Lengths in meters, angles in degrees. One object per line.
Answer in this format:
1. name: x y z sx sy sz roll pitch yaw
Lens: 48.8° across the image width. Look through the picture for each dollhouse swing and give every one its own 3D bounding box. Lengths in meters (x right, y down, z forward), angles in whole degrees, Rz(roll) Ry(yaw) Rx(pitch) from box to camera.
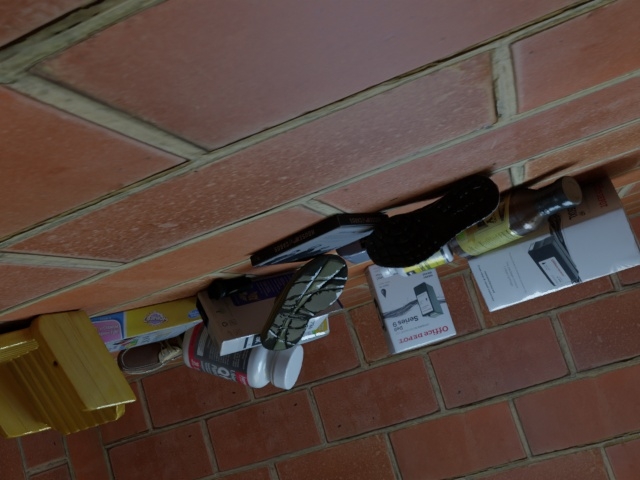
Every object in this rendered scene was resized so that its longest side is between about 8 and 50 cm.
1. dollhouse swing: -0.644 0.325 1.444 0.347 0.315 0.305 -23 -171 34

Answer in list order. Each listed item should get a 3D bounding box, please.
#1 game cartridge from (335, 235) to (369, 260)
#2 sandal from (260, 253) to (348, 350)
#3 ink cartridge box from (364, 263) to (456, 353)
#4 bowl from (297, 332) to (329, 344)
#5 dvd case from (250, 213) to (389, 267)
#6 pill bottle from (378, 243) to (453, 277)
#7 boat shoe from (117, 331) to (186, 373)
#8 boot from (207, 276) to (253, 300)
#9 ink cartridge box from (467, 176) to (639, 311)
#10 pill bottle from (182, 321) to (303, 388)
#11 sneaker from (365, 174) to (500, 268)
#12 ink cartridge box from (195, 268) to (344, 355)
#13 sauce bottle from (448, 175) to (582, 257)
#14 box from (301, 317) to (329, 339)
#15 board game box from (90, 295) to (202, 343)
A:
1. game cartridge: 0.187 -0.015 1.613 0.295 0.060 0.196 -19 174 9
2. sandal: -0.053 0.132 1.596 0.120 0.086 0.302 20 125 -28
3. ink cartridge box: 0.286 0.197 2.257 0.211 0.289 0.121 -16 171 -6
4. bowl: -0.128 0.305 2.539 0.290 0.155 0.289 -17 171 -3
5. dvd case: 0.000 0.000 1.432 0.239 0.029 0.179 -25 167 35
6. pill bottle: 0.239 0.033 1.806 0.184 0.103 0.103 -21 170 17
7. boat shoe: -0.458 0.307 2.141 0.325 0.123 0.116 -22 170 -29
8. boot: -0.205 0.110 1.649 0.099 0.045 0.121 -11 176 -22
9. ink cartridge box: 0.606 0.005 1.849 0.395 0.166 0.285 -21 -167 21
10. pill bottle: -0.219 0.319 2.022 0.319 0.176 0.176 13 179 18
11. sneaker: 0.228 -0.028 1.401 0.283 0.107 0.124 -27 174 15
12. ink cartridge box: -0.123 0.167 1.743 0.333 0.165 0.065 -12 139 -27
13. sauce bottle: 0.449 -0.057 1.658 0.112 0.111 0.344 -9 166 -40
14. box: -0.073 0.191 1.934 0.103 0.114 0.203 -12 -167 -28
15. board game box: -0.475 0.223 1.753 0.317 0.064 0.242 -11 168 -34
